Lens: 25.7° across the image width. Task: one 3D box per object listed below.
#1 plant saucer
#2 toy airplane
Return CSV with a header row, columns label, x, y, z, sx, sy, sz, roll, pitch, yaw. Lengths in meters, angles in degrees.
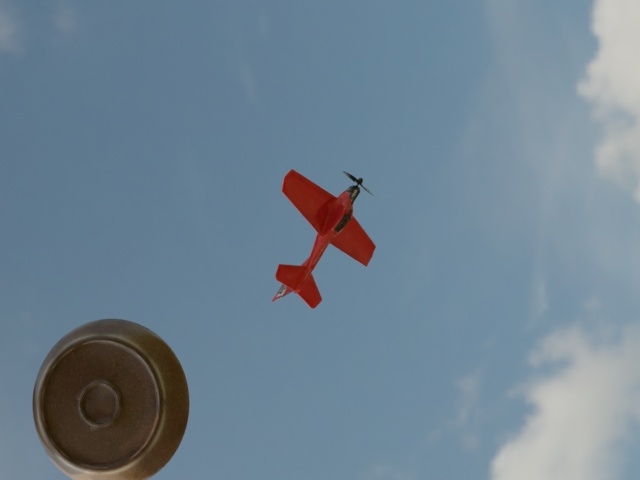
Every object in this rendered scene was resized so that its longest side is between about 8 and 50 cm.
label,x,y,z,sx,sy,sz,roll,pitch,yaw
plant saucer,-0.212,0.161,1.379,0.029,0.168,0.169,16,-101,-74
toy airplane,0.000,0.000,1.369,0.151,0.028,0.151,-13,-68,-35
